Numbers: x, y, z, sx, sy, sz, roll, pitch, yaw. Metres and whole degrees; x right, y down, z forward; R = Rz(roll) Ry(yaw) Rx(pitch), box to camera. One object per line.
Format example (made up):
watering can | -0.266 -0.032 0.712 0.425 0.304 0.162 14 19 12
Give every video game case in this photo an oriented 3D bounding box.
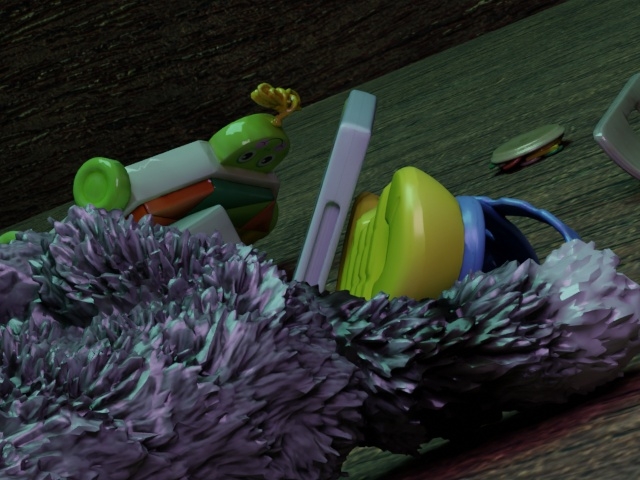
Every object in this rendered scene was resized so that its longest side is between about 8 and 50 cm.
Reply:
video game case | 0.000 0.000 1.338 0.026 0.206 0.227 17 11 0

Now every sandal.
sandal | 0.084 0.029 1.198 0.138 0.126 0.317 9 -2 -8

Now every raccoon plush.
raccoon plush | -0.060 0.099 0.879 0.446 0.216 0.299 -23 17 10

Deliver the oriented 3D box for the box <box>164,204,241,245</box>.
box | -0.174 0.077 1.562 0.094 0.113 0.275 -19 9 44

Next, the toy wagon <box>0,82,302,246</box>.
toy wagon | -0.145 -0.022 1.751 0.344 0.068 0.267 -38 -23 24

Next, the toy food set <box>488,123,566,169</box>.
toy food set | 0.205 -0.091 1.796 0.083 0.020 0.082 -22 10 18

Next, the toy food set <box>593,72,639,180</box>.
toy food set | 0.379 -0.150 1.434 0.306 0.092 0.220 -22 9 24
